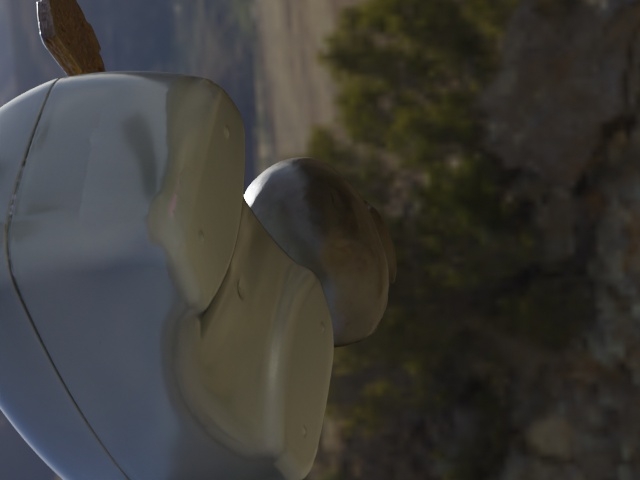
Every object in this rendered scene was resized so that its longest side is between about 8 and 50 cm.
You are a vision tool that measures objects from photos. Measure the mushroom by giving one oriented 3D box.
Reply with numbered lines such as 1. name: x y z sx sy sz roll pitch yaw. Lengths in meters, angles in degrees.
1. mushroom: 0.000 0.000 1.718 0.188 0.141 0.117 60 156 22

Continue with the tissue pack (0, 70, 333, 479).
1. tissue pack: -0.147 0.046 1.393 0.229 0.236 0.333 -81 -25 -42

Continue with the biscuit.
1. biscuit: -0.215 -0.172 1.595 0.130 0.019 0.119 -16 -97 -81
